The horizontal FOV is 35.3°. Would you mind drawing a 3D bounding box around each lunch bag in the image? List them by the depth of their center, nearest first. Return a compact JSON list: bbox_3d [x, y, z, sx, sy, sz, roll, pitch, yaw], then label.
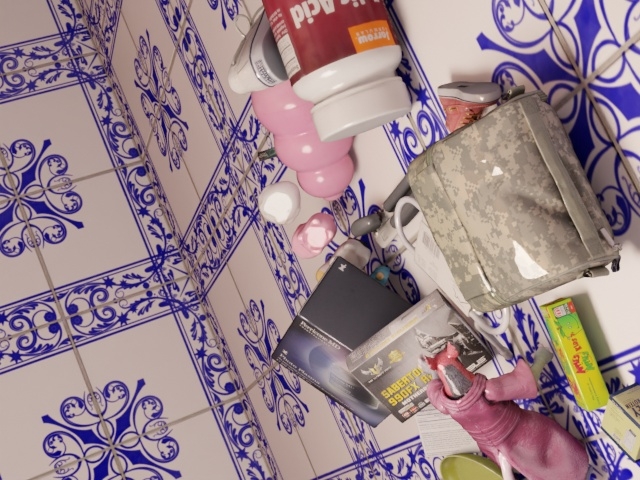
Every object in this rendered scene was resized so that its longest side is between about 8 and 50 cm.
[{"bbox_3d":[0.309,-0.057,1.549,0.305,0.212,0.256,67,158,7],"label":"lunch bag"}]

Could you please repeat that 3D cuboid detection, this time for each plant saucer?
[{"bbox_3d":[0.352,0.515,2.050,0.241,0.037,0.241,33,149,23],"label":"plant saucer"}]

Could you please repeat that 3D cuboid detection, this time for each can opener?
[{"bbox_3d":[0.149,-0.057,2.094,0.074,0.093,0.280,66,153,14],"label":"can opener"}]

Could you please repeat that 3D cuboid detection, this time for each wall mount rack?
[{"bbox_3d":[0.272,0.065,1.864,0.350,0.130,0.304,51,147,40],"label":"wall mount rack"}]

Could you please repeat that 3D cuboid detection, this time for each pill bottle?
[{"bbox_3d":[0.023,-0.402,1.921,0.224,0.224,0.392,-22,87,68],"label":"pill bottle"}]

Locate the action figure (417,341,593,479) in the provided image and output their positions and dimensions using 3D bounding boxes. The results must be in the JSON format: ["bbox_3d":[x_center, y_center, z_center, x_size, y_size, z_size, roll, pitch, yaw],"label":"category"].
[{"bbox_3d":[0.290,0.320,1.753,0.248,0.276,0.370,-24,124,39],"label":"action figure"}]

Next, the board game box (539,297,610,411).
[{"bbox_3d":[0.421,0.187,1.665,0.092,0.043,0.181,40,-151,-85],"label":"board game box"}]

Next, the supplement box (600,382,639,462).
[{"bbox_3d":[0.499,0.289,1.593,0.083,0.056,0.083,49,150,42],"label":"supplement box"}]

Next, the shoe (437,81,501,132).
[{"bbox_3d":[0.261,-0.227,1.730,0.178,0.063,0.081,-152,46,-66],"label":"shoe"}]

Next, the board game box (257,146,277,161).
[{"bbox_3d":[-0.062,-0.224,2.389,0.186,0.126,0.026,-4,104,68],"label":"board game box"}]

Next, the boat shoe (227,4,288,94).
[{"bbox_3d":[-0.114,-0.412,2.085,0.156,0.367,0.136,-20,124,30],"label":"boat shoe"}]

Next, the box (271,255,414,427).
[{"bbox_3d":[0.078,0.228,2.197,0.296,0.183,0.294,34,151,2],"label":"box"}]

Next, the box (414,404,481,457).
[{"bbox_3d":[0.269,0.372,2.097,0.126,0.072,0.137,-12,98,28],"label":"box"}]

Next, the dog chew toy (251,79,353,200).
[{"bbox_3d":[-0.022,-0.243,2.203,0.206,0.206,0.332,23,136,61],"label":"dog chew toy"}]

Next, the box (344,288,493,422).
[{"bbox_3d":[0.192,0.227,1.950,0.183,0.231,0.056,47,-169,-30],"label":"box"}]

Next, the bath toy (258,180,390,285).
[{"bbox_3d":[0.000,0.000,2.270,0.348,0.151,0.129,43,-161,-6],"label":"bath toy"}]
